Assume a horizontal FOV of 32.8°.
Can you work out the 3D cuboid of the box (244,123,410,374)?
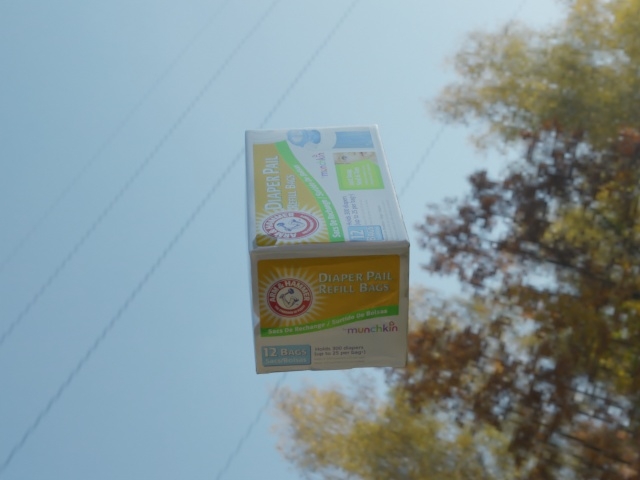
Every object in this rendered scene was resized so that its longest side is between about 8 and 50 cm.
[{"bbox_3d":[0.000,0.000,0.827,0.203,0.114,0.103,-99,7,-60],"label":"box"}]
